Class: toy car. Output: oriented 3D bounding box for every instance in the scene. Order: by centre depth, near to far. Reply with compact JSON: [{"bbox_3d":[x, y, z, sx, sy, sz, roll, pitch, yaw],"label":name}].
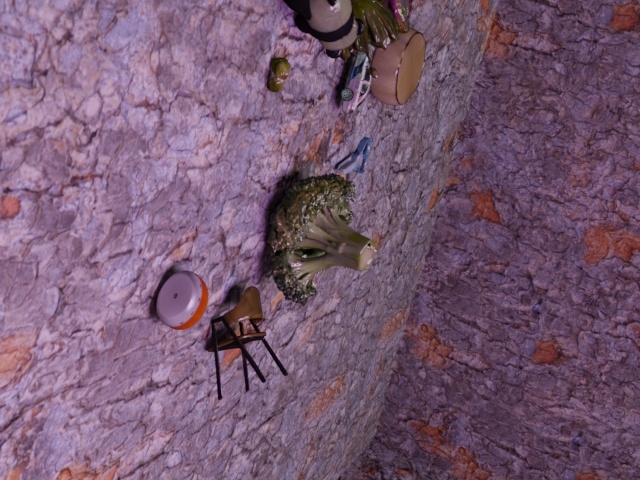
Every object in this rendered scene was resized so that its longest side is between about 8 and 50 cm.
[{"bbox_3d":[0.114,-0.477,2.064,0.090,0.076,0.224,-47,154,-81],"label":"toy car"}]

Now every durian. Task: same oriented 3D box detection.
[{"bbox_3d":[0.210,-0.716,2.136,0.108,0.119,0.187,14,83,-32],"label":"durian"}]

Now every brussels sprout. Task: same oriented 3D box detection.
[{"bbox_3d":[-0.098,-0.392,1.685,0.051,0.046,0.084,-122,-140,-62],"label":"brussels sprout"}]

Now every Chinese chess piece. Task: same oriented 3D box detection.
[{"bbox_3d":[0.255,-0.571,2.322,0.257,0.104,0.257,-51,151,-43],"label":"Chinese chess piece"}]

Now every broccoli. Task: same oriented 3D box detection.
[{"bbox_3d":[-0.021,-0.010,1.920,0.249,0.302,0.375,26,88,-31],"label":"broccoli"}]

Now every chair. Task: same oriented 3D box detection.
[{"bbox_3d":[-0.203,0.268,1.867,0.247,0.172,0.158,68,18,12],"label":"chair"}]

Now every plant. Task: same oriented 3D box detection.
[{"bbox_3d":[0.113,-0.629,1.850,0.251,0.180,0.334,-64,157,-46],"label":"plant"}]

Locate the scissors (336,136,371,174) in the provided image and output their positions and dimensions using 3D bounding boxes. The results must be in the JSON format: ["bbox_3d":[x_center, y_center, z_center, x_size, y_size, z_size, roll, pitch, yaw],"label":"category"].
[{"bbox_3d":[0.111,-0.260,2.338,0.256,0.030,0.125,-39,144,-58],"label":"scissors"}]

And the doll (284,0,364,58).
[{"bbox_3d":[0.015,-0.537,1.670,0.143,0.135,0.234,-36,159,1],"label":"doll"}]

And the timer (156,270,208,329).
[{"bbox_3d":[-0.303,0.137,1.581,0.136,0.099,0.136,-53,165,-21],"label":"timer"}]
